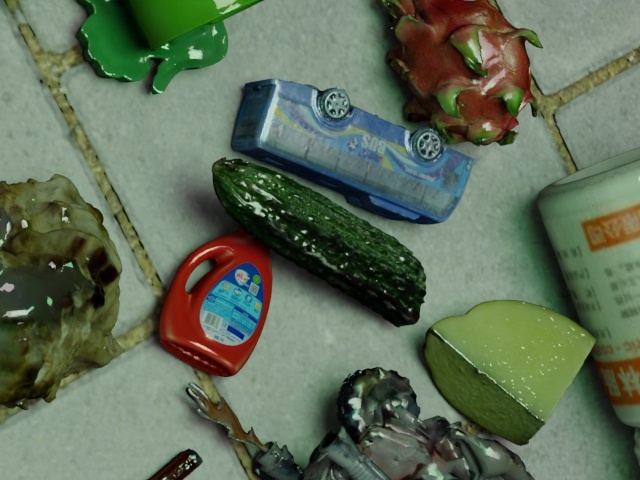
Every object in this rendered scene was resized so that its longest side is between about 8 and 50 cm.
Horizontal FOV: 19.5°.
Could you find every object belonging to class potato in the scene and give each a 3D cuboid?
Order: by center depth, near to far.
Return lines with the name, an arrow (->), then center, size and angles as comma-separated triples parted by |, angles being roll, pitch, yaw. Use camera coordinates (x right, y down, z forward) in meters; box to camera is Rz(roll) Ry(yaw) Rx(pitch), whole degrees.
potato -> 0.180, 0.112, 1.845 | 0.149, 0.081, 0.120 | 39, 56, 2

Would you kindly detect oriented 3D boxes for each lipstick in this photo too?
lipstick -> -0.172, 0.241, 1.645 | 0.176, 0.027, 0.027 | -40, 102, -31

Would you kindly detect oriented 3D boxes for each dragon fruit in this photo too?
dragon fruit -> 0.131, -0.200, 1.848 | 0.137, 0.135, 0.235 | -17, 72, -26

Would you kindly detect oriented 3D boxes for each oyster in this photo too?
oyster -> -0.301, 0.053, 1.545 | 0.337, 0.133, 0.197 | -16, 82, -36

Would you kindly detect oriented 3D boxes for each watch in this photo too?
watch -> -0.123, -0.212, 1.684 | 0.165, 0.152, 0.131 | -26, 98, -33

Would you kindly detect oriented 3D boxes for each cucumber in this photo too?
cucumber -> 0.001, 0.000, 1.731 | 0.265, 0.077, 0.077 | 30, 67, -39

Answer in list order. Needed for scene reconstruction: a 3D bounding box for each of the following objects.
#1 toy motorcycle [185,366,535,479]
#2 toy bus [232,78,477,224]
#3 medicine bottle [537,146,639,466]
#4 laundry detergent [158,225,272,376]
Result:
toy motorcycle -> 0.059, 0.229, 1.723 | 0.401, 0.134, 0.207 | 39, 58, -20
toy bus -> 0.031, -0.086, 1.799 | 0.237, 0.079, 0.094 | 22, 87, -25
medicine bottle -> 0.374, 0.088, 1.883 | 0.211, 0.211, 0.371 | -22, 93, -31
laundry detergent -> -0.087, 0.038, 1.721 | 0.097, 0.049, 0.165 | 31, 63, -22
